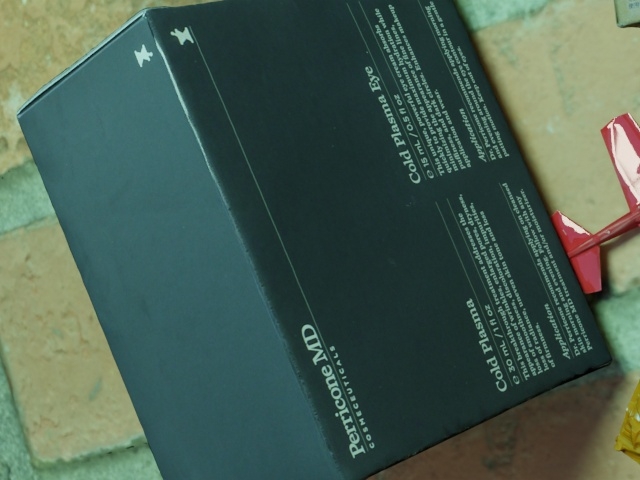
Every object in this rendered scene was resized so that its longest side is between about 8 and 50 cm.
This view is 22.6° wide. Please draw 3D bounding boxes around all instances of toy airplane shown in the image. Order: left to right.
[{"bbox_3d":[0.233,-0.017,1.206,0.151,0.028,0.151,5,100,33],"label":"toy airplane"}]

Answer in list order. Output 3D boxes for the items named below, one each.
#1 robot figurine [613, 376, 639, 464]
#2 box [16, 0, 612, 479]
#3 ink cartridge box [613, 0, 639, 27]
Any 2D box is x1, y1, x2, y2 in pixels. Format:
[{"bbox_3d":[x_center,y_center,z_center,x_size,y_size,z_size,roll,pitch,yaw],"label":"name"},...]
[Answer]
[{"bbox_3d":[0.313,0.046,1.087,0.211,0.085,0.291,39,108,59],"label":"robot figurine"},{"bbox_3d":[0.000,0.000,1.179,0.179,0.312,0.343,-29,81,43],"label":"box"},{"bbox_3d":[0.304,-0.256,1.069,0.234,0.088,0.193,-7,93,27],"label":"ink cartridge box"}]
